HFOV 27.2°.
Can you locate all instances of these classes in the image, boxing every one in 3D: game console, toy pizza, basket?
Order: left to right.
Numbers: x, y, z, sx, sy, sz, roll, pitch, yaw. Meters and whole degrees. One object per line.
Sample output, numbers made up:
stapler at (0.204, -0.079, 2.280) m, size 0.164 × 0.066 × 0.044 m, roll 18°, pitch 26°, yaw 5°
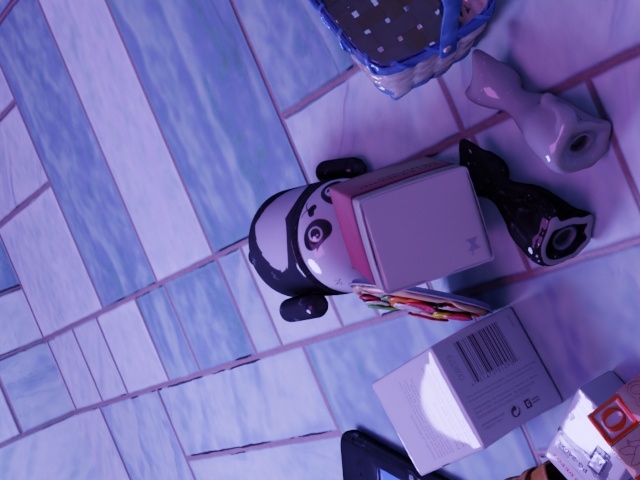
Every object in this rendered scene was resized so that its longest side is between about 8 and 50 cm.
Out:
basket at (0.082, -0.322, 1.574) m, size 0.255 × 0.201 × 0.289 m, roll 56°, pitch 179°, yaw 16°
toy pizza at (0.135, 0.087, 1.808) m, size 0.201 × 0.201 × 0.032 m, roll 2°, pitch 79°, yaw 57°
game console at (0.169, 0.516, 2.154) m, size 0.386 × 0.060 × 0.342 m, roll 20°, pitch 126°, yaw 50°

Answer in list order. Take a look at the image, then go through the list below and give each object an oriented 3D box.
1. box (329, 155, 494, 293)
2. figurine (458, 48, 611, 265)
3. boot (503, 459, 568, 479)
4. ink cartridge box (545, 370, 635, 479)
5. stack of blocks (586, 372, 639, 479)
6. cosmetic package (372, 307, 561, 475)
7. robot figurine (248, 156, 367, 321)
box at (0.112, -0.026, 1.724) m, size 0.232 × 0.149 × 0.127 m, roll -144°, pitch 37°, yaw -79°
figurine at (0.241, -0.109, 1.618) m, size 0.209 × 0.092 × 0.215 m, roll 42°, pitch 140°, yaw 42°
boot at (0.339, 0.446, 1.824) m, size 0.283 × 0.109 × 0.220 m, roll 60°, pitch 142°, yaw 19°
ink cartridge box at (0.361, 0.258, 1.683) m, size 0.109 × 0.063 × 0.150 m, roll 48°, pitch 144°, yaw 29°
stack of blocks at (0.451, 0.258, 1.431) m, size 0.171 × 0.087 × 0.297 m, roll -41°, pitch 69°, yaw 11°
cosmetic package at (0.198, 0.209, 1.819) m, size 0.151 × 0.151 × 0.184 m, roll 62°, pitch 150°, yaw 9°
robot figurine at (-0.001, -0.003, 1.967) m, size 0.278 × 0.173 × 0.209 m, roll -8°, pitch 102°, yaw 59°
